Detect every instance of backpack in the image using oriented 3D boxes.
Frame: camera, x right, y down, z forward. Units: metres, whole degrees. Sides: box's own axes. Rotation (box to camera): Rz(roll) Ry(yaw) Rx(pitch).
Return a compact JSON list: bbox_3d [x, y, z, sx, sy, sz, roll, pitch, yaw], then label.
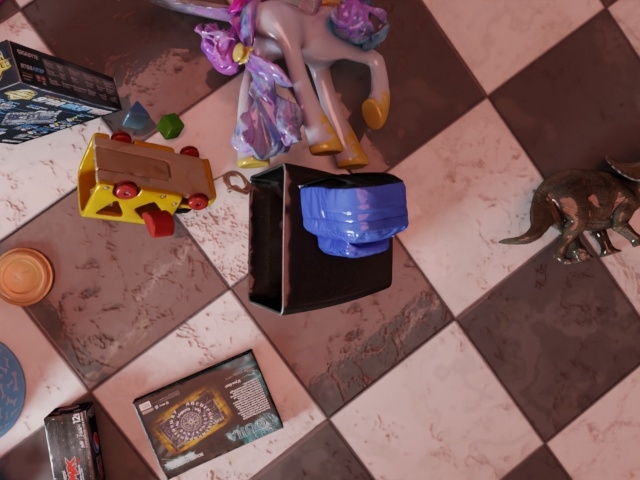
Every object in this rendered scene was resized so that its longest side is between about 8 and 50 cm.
[{"bbox_3d":[0.047,-0.031,0.737,0.098,0.120,0.101,-16,98,-30],"label":"backpack"}]

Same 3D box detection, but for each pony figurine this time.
[{"bbox_3d":[-0.054,-0.284,0.842,0.350,0.302,0.364,-5,87,-39],"label":"pony figurine"}]

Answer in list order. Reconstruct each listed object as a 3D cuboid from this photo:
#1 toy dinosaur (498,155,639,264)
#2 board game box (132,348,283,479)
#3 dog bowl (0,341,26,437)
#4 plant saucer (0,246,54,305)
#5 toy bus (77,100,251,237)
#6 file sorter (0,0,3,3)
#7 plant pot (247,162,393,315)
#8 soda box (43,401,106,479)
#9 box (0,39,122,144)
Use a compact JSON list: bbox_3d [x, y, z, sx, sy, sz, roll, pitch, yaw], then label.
[{"bbox_3d":[0.403,-0.050,0.970,0.313,0.121,0.160,-13,80,-3],"label":"toy dinosaur"},{"bbox_3d":[-0.162,0.254,0.923,0.186,0.026,0.126,-22,93,-7],"label":"board game box"},{"bbox_3d":[-0.563,0.208,0.847,0.297,0.074,0.166,4,89,-8],"label":"dog bowl"},{"bbox_3d":[-0.424,0.052,0.895,0.083,0.013,0.084,0,90,-8],"label":"plant saucer"},{"bbox_3d":[-0.233,-0.072,0.873,0.202,0.191,0.104,42,130,-2],"label":"toy bus"},{"bbox_3d":[-0.506,-0.485,0.799,0.290,0.182,0.202,41,85,-6],"label":"file sorter"},{"bbox_3d":[0.000,0.000,0.877,0.166,0.188,0.188,1,90,-21],"label":"plant pot"},{"bbox_3d":[-0.340,0.319,0.886,0.060,0.053,0.169,-9,91,-7],"label":"soda box"},{"bbox_3d":[-0.378,-0.172,0.776,0.175,0.220,0.051,-15,91,12],"label":"box"}]
